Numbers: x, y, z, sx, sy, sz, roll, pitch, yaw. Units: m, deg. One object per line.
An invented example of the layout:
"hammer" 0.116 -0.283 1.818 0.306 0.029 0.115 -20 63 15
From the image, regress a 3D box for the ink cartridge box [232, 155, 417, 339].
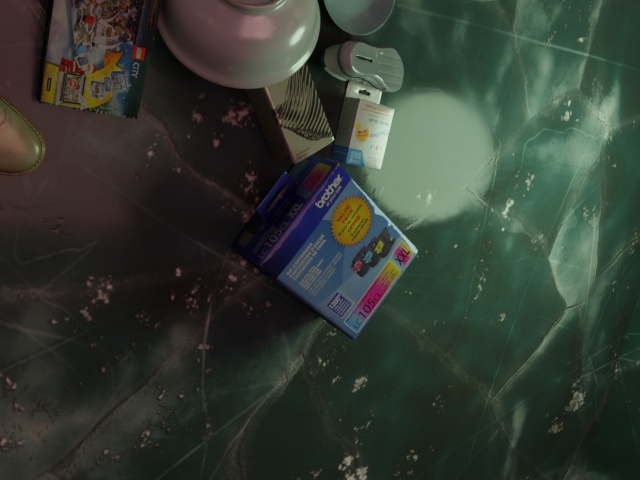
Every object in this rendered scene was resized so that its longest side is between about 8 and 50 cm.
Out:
"ink cartridge box" 0.000 0.000 1.278 0.395 0.151 0.270 42 80 -35

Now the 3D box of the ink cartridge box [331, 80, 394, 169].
"ink cartridge box" 0.099 -0.258 1.312 0.104 0.062 0.181 5 102 -36

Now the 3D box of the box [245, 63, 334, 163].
"box" -0.079 -0.299 1.156 0.113 0.094 0.275 -35 122 -19

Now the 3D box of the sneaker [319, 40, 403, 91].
"sneaker" 0.094 -0.380 1.258 0.258 0.091 0.094 0 101 -56

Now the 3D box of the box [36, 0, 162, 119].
"box" -0.359 -0.324 0.950 0.159 0.044 0.233 3 119 -36

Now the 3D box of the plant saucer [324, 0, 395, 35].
"plant saucer" 0.074 -0.531 1.222 0.195 0.037 0.194 -11 111 -31

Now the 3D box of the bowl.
"bowl" -0.127 -0.418 0.979 0.298 0.134 0.297 3 80 -16

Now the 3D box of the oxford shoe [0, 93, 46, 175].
"oxford shoe" -0.575 -0.202 0.814 0.397 0.147 0.140 31 86 -37
